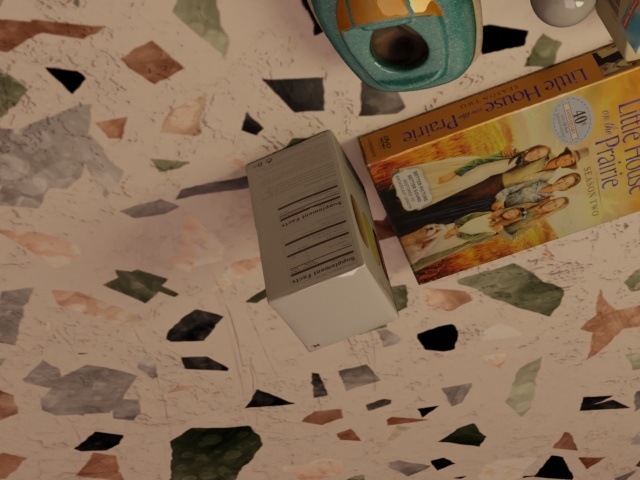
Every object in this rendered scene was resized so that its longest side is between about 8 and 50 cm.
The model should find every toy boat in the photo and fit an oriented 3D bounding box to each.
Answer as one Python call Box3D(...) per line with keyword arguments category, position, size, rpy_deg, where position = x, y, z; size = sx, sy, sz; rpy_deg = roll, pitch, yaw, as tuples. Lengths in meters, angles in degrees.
Box3D(category="toy boat", position=(0.137, -0.267, 1.069), size=(0.318, 0.148, 0.267), rpy_deg=(-9, 143, 25))

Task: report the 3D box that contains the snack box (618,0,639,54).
Box3D(category="snack box", position=(0.517, -0.286, 1.088), size=(0.322, 0.060, 0.187), rpy_deg=(1, 137, -15))

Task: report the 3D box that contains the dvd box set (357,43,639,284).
Box3D(category="dvd box set", position=(0.296, -0.102, 1.415), size=(0.420, 0.062, 0.307), rpy_deg=(-19, 140, 8))

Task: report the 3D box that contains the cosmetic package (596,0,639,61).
Box3D(category="cosmetic package", position=(0.497, -0.333, 1.162), size=(0.309, 0.113, 0.160), rpy_deg=(-12, 139, 1))

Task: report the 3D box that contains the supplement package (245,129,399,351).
Box3D(category="supplement package", position=(0.000, 0.000, 1.314), size=(0.134, 0.244, 0.139), rpy_deg=(-22, 139, 11))
